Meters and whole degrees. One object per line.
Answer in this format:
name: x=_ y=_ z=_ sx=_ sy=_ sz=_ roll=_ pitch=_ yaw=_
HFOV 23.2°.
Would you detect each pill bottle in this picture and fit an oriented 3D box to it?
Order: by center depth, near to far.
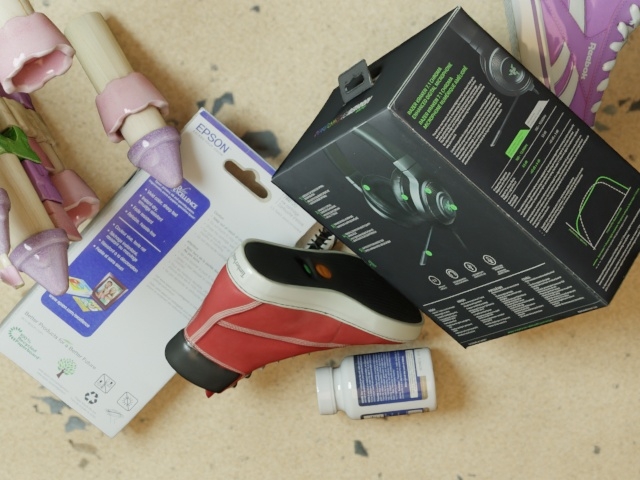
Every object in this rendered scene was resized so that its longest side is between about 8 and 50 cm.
pill bottle: x=0.057 y=0.148 z=1.592 sx=0.120 sy=0.067 sz=0.067 roll=-6 pitch=108 yaw=2

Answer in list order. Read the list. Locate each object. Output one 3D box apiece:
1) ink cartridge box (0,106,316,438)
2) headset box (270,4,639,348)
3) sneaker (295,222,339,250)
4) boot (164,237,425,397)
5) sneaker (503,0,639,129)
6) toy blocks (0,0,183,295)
ink cartridge box: x=-0.162 y=0.030 z=1.556 sx=0.165 sy=0.065 sz=0.333 roll=42 pitch=105 yaw=-12
headset box: x=0.122 y=-0.053 z=1.424 sx=0.283 sy=0.246 sz=0.131 roll=40 pitch=64 yaw=-11
sneaker: x=0.000 y=0.000 z=1.556 sx=0.040 sy=0.044 sz=0.109 roll=37 pitch=103 yaw=-9
boot: x=-0.028 y=0.095 z=1.543 sx=0.244 sy=0.088 sz=0.176 roll=14 pitch=126 yaw=-37
sneaker: x=0.262 y=-0.176 z=1.470 sx=0.161 sy=0.102 sz=0.282 roll=-10 pitch=108 yaw=0
toy blocks: x=-0.290 y=-0.047 z=1.381 sx=0.309 sy=0.288 sz=0.260 roll=-34 pitch=76 yaw=9
